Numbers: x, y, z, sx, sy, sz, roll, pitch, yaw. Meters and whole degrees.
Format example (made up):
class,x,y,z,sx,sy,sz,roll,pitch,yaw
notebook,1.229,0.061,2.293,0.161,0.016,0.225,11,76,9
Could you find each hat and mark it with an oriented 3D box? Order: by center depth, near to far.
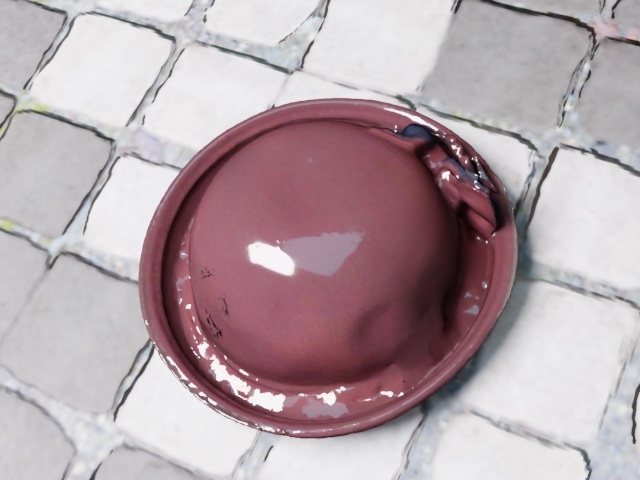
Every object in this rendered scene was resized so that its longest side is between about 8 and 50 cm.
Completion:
class,x,y,z,sx,sy,sz,roll,pitch,yaw
hat,0.000,0.000,0.457,0.205,0.089,0.205,-4,64,7
